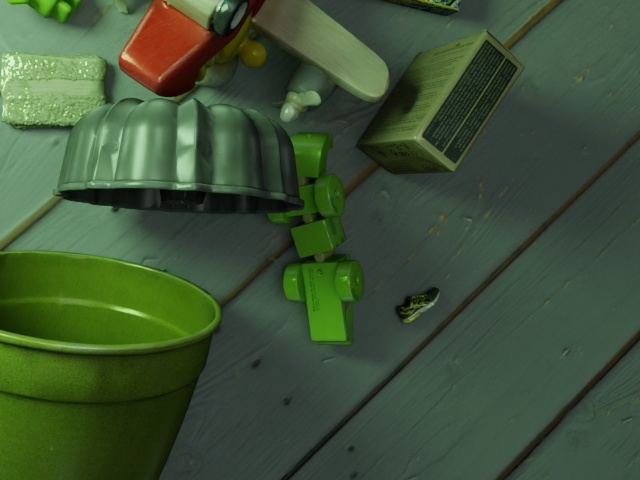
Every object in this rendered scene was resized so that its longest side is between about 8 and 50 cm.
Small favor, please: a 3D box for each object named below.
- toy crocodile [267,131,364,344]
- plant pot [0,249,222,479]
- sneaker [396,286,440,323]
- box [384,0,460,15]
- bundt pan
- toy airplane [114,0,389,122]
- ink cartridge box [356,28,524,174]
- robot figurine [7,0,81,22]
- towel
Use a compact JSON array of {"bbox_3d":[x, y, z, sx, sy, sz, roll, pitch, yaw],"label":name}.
[{"bbox_3d":[0.000,0.000,1.277,0.115,0.105,0.340,-8,99,25],"label":"toy crocodile"},{"bbox_3d":[-0.338,0.233,1.077,0.367,0.366,0.352,7,103,-17],"label":"plant pot"},{"bbox_3d":[0.163,0.102,1.364,0.083,0.031,0.035,-40,103,-11],"label":"sneaker"},{"bbox_3d":[0.141,-0.409,1.314,0.169,0.054,0.059,8,91,-18],"label":"box"},{"bbox_3d":[-0.180,-0.109,1.096,0.331,0.331,0.124,4,86,-17],"label":"bundt pan"},{"bbox_3d":[-0.126,-0.340,1.158,0.385,0.272,0.386,-5,58,-27],"label":"toy airplane"},{"bbox_3d":[0.174,-0.201,1.244,0.088,0.235,0.193,37,83,-16],"label":"ink cartridge box"},{"bbox_3d":[-0.392,-0.359,1.146,0.115,0.067,0.101,40,64,-15],"label":"robot figurine"},{"bbox_3d":[-0.382,-0.215,1.179,0.148,0.027,0.110,-2,95,-17],"label":"towel"}]
